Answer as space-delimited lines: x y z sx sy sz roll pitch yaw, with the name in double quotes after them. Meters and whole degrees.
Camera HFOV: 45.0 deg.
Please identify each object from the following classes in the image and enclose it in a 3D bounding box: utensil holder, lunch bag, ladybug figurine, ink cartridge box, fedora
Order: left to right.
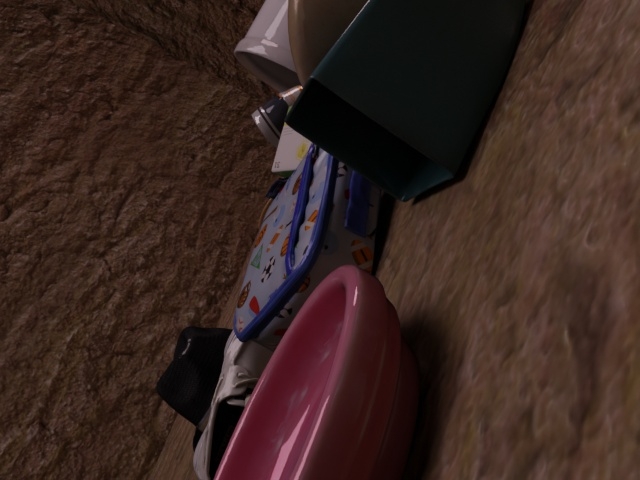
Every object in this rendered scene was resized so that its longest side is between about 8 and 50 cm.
-0.245 0.275 1.603 0.334 0.153 0.334 -62 8 15 "fedora"
-0.008 -0.010 1.023 0.243 0.115 0.303 -52 21 42 "lunch bag"
-0.009 -0.107 1.228 0.171 0.056 0.235 1 72 50 "ink cartridge box"
0.028 -0.528 1.820 0.385 0.328 0.327 -62 8 -1 "utensil holder"
0.094 -0.333 1.065 0.449 0.162 0.305 -58 -32 -53 "ladybug figurine"

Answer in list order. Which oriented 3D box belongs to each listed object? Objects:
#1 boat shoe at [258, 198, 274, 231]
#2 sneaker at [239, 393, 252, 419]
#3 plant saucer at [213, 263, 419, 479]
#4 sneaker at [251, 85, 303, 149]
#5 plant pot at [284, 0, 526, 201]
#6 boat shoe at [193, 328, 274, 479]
-0.015 -0.105 1.562 0.277 0.098 0.096 -46 1 19 "boat shoe"
-0.058 0.217 0.902 0.192 0.064 0.086 130 157 -62 "sneaker"
-0.016 0.183 0.624 0.332 0.084 0.332 -62 9 16 "plant saucer"
-0.019 -0.210 1.617 0.127 0.126 0.321 -37 -24 6 "sneaker"
0.102 -0.193 0.817 0.234 0.166 0.165 -59 7 -12 "plant pot"
-0.110 0.222 1.096 0.267 0.096 0.088 -66 12 -12 "boat shoe"
